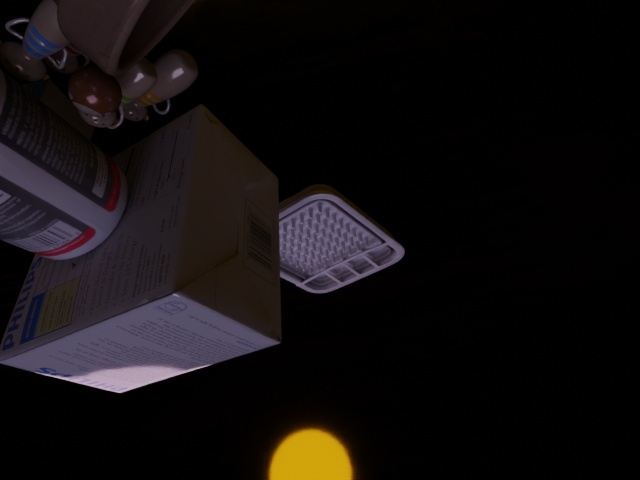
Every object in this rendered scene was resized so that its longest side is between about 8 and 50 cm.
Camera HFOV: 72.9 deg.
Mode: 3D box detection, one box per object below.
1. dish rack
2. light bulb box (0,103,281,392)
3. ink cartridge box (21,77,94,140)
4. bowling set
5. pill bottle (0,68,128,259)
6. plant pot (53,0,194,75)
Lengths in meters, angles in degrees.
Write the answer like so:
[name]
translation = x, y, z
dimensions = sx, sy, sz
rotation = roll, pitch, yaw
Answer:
[dish rack]
translation = 0.000, 0.000, 0.991
dimensions = 0.286, 0.072, 0.333
rotation = -27, 141, 29
[light bulb box]
translation = -0.277, 0.028, 0.737
dimensions = 0.361, 0.357, 0.225
rotation = -21, 141, 23
[ink cartridge box]
translation = -0.471, -0.172, 0.676
dimensions = 0.182, 0.061, 0.104
rotation = -12, 145, 9
[bowling set]
translation = -0.305, -0.216, 0.529
dimensions = 0.154, 0.199, 0.287
rotation = -24, 138, 27
[pill bottle]
translation = -0.400, -0.107, 0.515
dimensions = 0.177, 0.176, 0.318
rotation = -12, 155, 9
[plant pot]
translation = -0.198, -0.319, 0.369
dimensions = 0.229, 0.263, 0.263
rotation = 39, 128, -25
